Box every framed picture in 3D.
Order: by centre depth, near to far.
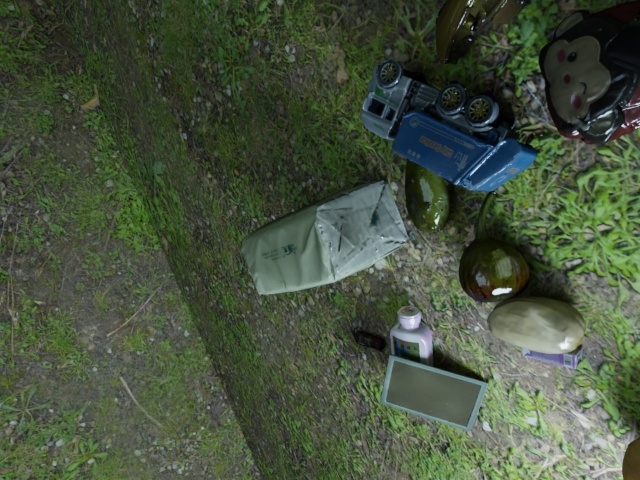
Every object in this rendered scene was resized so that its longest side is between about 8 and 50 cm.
[{"bbox_3d":[0.314,0.433,1.322,0.275,0.017,0.216,15,124,13],"label":"framed picture"}]

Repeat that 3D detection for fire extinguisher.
[{"bbox_3d":[0.150,0.320,1.504,0.132,0.039,0.056,9,109,45],"label":"fire extinguisher"}]

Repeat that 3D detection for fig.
[{"bbox_3d":[0.372,0.013,1.021,0.149,0.149,0.244,-5,96,49],"label":"fig"}]

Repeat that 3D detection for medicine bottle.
[{"bbox_3d":[0.260,0.295,1.333,0.115,0.078,0.218,10,118,38],"label":"medicine bottle"}]

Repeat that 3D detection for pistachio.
[{"bbox_3d":[0.465,0.173,1.006,0.201,0.117,0.145,10,133,51],"label":"pistachio"}]

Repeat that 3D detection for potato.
[{"bbox_3d":[0.249,-0.125,1.097,0.117,0.090,0.225,0,105,54],"label":"potato"}]

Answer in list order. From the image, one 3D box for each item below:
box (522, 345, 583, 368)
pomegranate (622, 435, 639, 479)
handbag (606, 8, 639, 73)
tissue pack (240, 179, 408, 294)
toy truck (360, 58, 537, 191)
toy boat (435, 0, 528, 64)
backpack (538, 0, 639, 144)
[{"bbox_3d":[0.520,0.250,1.044,0.117,0.051,0.036,6,108,47],"label":"box"},{"bbox_3d":[0.682,0.455,0.882,0.191,0.191,0.191,26,128,37],"label":"pomegranate"},{"bbox_3d":[0.548,-0.315,0.557,0.288,0.152,0.342,33,97,43],"label":"handbag"},{"bbox_3d":[0.000,0.000,1.282,0.381,0.297,0.207,-18,95,52],"label":"tissue pack"},{"bbox_3d":[0.251,-0.237,0.953,0.367,0.146,0.175,38,114,31],"label":"toy truck"},{"bbox_3d":[0.318,-0.454,0.827,0.121,0.089,0.321,56,139,20],"label":"toy boat"},{"bbox_3d":[0.474,-0.267,0.738,0.229,0.139,0.228,2,92,47],"label":"backpack"}]
